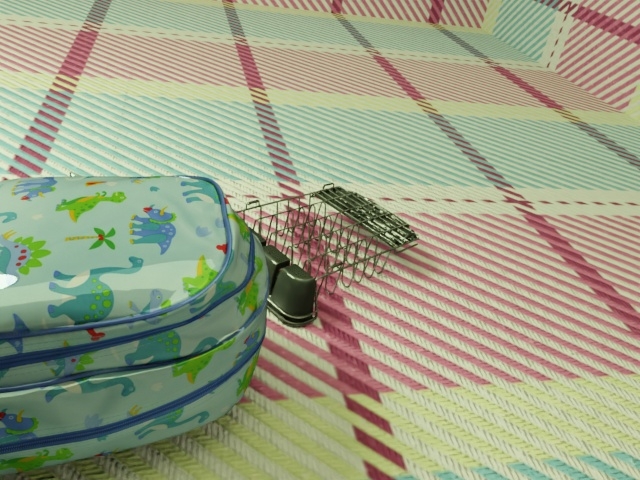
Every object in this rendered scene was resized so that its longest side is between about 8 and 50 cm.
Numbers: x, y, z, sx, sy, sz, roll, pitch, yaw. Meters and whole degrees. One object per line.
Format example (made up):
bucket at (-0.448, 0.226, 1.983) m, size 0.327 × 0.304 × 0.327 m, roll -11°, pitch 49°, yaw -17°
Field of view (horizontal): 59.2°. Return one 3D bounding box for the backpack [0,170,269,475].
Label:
backpack at (-0.224, 0.067, 0.526) m, size 0.356 × 0.273 × 0.290 m, roll 10°, pitch 30°, yaw -19°

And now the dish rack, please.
dish rack at (0.000, 0.000, 0.822) m, size 0.271 × 0.074 × 0.208 m, roll -19°, pitch 44°, yaw -39°
